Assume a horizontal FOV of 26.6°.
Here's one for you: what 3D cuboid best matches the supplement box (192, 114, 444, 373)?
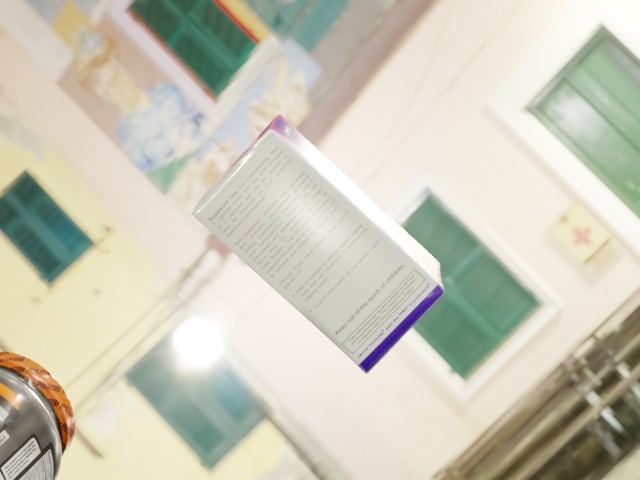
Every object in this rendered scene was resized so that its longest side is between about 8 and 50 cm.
[{"bbox_3d":[0.000,0.000,1.271,0.114,0.220,0.111,-47,7,11],"label":"supplement box"}]

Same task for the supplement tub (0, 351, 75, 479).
[{"bbox_3d":[-0.250,0.158,0.893,0.117,0.117,0.190,-50,-1,34],"label":"supplement tub"}]
